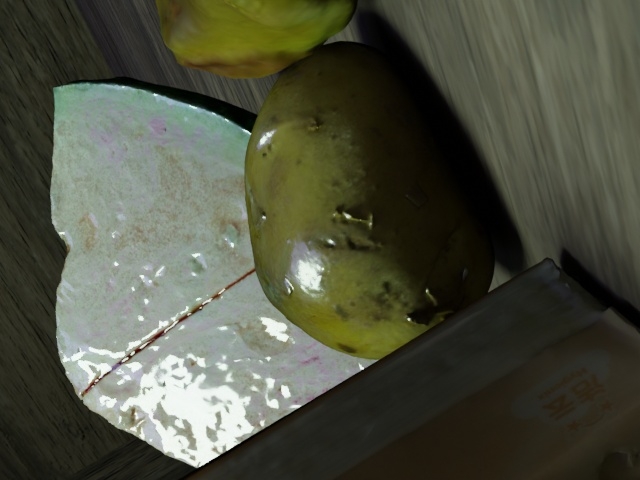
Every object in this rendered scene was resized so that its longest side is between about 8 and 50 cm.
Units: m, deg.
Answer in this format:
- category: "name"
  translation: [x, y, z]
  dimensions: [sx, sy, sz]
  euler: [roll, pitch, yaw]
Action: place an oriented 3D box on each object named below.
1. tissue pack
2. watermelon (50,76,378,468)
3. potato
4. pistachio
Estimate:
- category: "tissue pack"
  translation: [0.057, 0.197, 0.699]
  dimensions: [0.239, 0.305, 0.238]
  euler: [58, 173, 12]
- category: "watermelon"
  translation: [-0.028, 0.037, 1.157]
  dimensions: [0.222, 0.319, 0.292]
  euler: [-24, -55, -70]
- category: "potato"
  translation: [0.018, -0.016, 0.831]
  dimensions: [0.176, 0.137, 0.137]
  euler: [61, 173, 8]
- category: "pistachio"
  translation: [-0.035, -0.147, 0.777]
  dimensions: [0.189, 0.100, 0.110]
  euler: [123, 137, -78]
